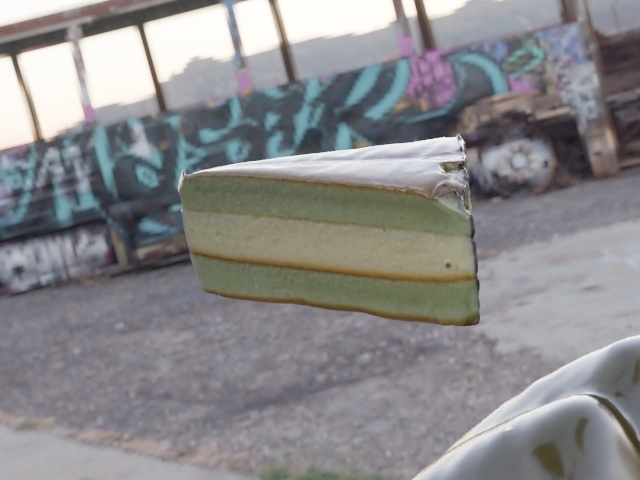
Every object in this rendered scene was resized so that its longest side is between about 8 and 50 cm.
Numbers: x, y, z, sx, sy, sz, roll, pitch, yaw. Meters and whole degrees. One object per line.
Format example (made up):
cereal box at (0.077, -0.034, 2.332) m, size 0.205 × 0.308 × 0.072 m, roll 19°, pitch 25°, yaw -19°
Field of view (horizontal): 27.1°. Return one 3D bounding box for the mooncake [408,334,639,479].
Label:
mooncake at (0.229, 0.250, 0.858) m, size 0.378 × 0.378 × 0.201 m, roll -19°, pitch -21°, yaw -45°

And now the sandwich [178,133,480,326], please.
sandwich at (0.000, 0.000, 0.701) m, size 0.163 × 0.079 × 0.113 m, roll -6°, pitch 16°, yaw 5°
